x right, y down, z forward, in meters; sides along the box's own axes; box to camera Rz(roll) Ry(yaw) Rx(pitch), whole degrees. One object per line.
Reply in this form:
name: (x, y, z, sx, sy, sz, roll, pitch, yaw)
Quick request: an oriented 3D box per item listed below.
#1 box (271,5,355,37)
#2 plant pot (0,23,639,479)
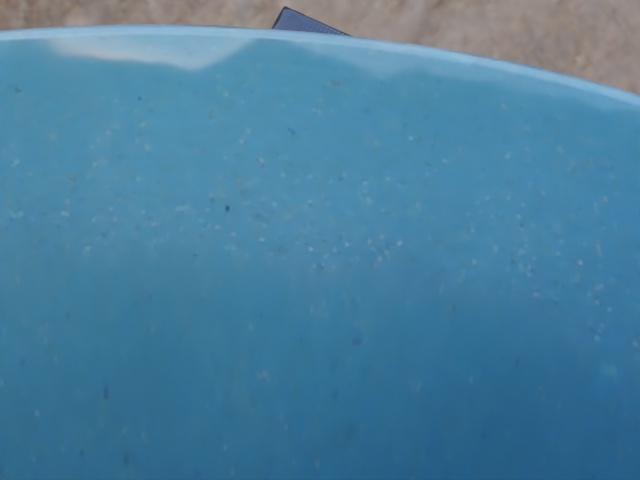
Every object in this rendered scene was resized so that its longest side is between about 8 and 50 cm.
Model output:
box: (0.110, -0.031, 0.919, 0.216, 0.270, 0.060, 32, 93, 48)
plant pot: (-0.028, 0.094, 0.294, 0.290, 0.195, 0.290, 2, 26, -1)
